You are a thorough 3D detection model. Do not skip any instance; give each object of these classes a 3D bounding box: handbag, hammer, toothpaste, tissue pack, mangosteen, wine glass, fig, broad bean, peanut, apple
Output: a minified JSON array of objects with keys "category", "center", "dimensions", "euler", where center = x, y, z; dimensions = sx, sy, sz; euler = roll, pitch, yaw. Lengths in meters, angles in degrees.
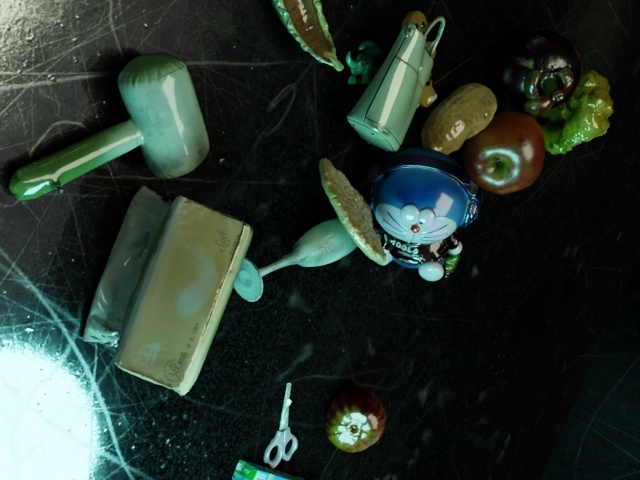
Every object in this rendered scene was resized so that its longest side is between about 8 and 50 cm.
[{"category":"handbag","center":[0.177,-0.363,1.637],"dimensions":[0.315,0.109,0.241],"euler":[-66,164,-1]},{"category":"hammer","center":[-0.339,-0.155,1.188],"dimensions":[0.335,0.119,0.206],"euler":[-34,126,-28]},{"category":"toothpaste","center":[-0.103,0.582,1.767],"dimensions":[0.267,0.065,0.050],"euler":[38,73,-48]},{"category":"tissue pack","center":[-0.269,0.076,1.293],"dimensions":[0.238,0.238,0.305],"euler":[22,88,-50]},{"category":"mangosteen","center":[0.602,-0.448,2.012],"dimensions":[0.265,0.228,0.228],"euler":[-93,168,-53]},{"category":"wine glass","center":[0.000,0.000,1.527],"dimensions":[0.309,0.264,0.096],"euler":[-24,83,-41]},{"category":"fig","center":[0.092,0.434,1.879],"dimensions":[0.149,0.148,0.202],"euler":[120,-15,-44]},{"category":"broad bean","center":[0.370,0.013,2.092],"dimensions":[0.061,0.046,0.195],"euler":[-35,130,-38]},{"category":"peanut","center":[0.350,-0.303,1.888],"dimensions":[0.253,0.122,0.137],"euler":[-40,139,-29]},{"category":"apple","center":[0.505,-0.245,2.023],"dimensions":[0.230,0.230,0.230],"euler":[-21,120,-42]}]

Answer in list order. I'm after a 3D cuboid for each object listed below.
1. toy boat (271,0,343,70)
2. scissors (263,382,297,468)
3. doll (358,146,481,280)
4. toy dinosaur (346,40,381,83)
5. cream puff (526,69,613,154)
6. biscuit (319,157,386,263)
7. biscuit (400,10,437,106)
[{"category":"toy boat","center":[-0.040,-0.457,1.409],"dimensions":[0.108,0.099,0.293],"euler":[-42,125,-30]},{"category":"scissors","center":[-0.085,0.439,1.765],"dimensions":[0.110,0.021,0.212],"euler":[-8,111,-49]},{"category":"doll","center":[0.232,-0.077,1.753],"dimensions":[0.310,0.284,0.240],"euler":[83,18,-52]},{"category":"toy dinosaur","center":[0.094,-0.391,1.621],"dimensions":[0.132,0.059,0.096],"euler":[-11,105,-55]},{"category":"cream puff","center":[0.724,-0.390,2.187],"dimensions":[0.185,0.282,0.281],"euler":[23,87,-24]},{"category":"biscuit","center":[0.070,-0.064,1.624],"dimensions":[0.265,0.040,0.188],"euler":[61,18,6]},{"category":"biscuit","center":[0.232,-0.427,1.774],"dimensions":[0.158,0.035,0.240],"euler":[-32,127,-40]}]
